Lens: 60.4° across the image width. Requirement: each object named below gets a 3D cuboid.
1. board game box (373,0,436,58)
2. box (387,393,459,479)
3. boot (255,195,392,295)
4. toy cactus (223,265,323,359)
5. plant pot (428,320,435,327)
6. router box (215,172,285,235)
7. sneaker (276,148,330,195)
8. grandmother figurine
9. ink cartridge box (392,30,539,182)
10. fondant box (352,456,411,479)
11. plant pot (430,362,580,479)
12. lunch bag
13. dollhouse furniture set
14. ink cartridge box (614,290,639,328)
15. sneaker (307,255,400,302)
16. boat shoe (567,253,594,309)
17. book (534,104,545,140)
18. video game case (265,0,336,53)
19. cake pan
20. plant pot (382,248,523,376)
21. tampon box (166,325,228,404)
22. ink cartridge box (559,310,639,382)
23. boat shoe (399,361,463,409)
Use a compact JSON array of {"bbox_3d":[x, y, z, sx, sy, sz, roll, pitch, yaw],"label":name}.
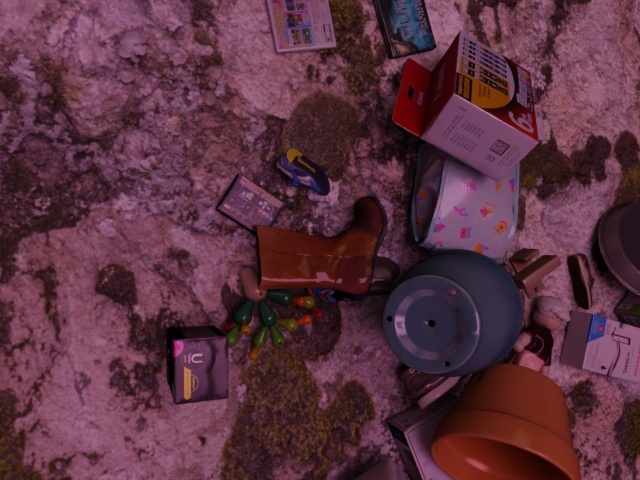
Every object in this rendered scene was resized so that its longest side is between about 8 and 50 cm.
[{"bbox_3d":[0.196,-0.536,1.309,0.126,0.026,0.186,-19,96,-19],"label":"board game box"},{"bbox_3d":[0.293,0.524,1.303,0.169,0.087,0.289,-25,98,-18],"label":"box"},{"bbox_3d":[0.000,0.000,1.177,0.281,0.096,0.263,5,60,-9],"label":"boot"},{"bbox_3d":[-0.118,0.142,1.167,0.219,0.112,0.180,-24,79,-16],"label":"toy cactus"},{"bbox_3d":[0.286,0.179,1.291,0.134,0.134,0.095,-37,84,-16],"label":"plant pot"},{"bbox_3d":[-0.150,-0.073,1.176,0.123,0.038,0.092,34,79,-17],"label":"router box"},{"bbox_3d":[-0.037,-0.145,1.213,0.144,0.059,0.053,38,45,-31],"label":"sneaker"},{"bbox_3d":[0.529,0.289,1.387,0.342,0.104,0.208,-59,141,-15],"label":"grandmother figurine"},{"bbox_3d":[0.319,-0.316,1.205,0.272,0.130,0.309,26,44,-9],"label":"ink cartridge box"},{"bbox_3d":[0.159,0.670,1.203,0.238,0.096,0.330,-37,102,10],"label":"fondant box"},{"bbox_3d":[0.401,0.400,1.166,0.291,0.291,0.203,40,52,-15],"label":"plant pot"},{"bbox_3d":[0.335,-0.089,1.287,0.224,0.160,0.262,12,80,-20],"label":"lunch bag"},{"bbox_3d":[0.526,0.108,1.356,0.144,0.151,0.123,-31,100,-15],"label":"dollhouse furniture set"},{"bbox_3d":[0.978,0.174,1.546,0.189,0.097,0.255,46,76,-13],"label":"ink cartridge box"},{"bbox_3d":[0.084,0.097,1.221,0.222,0.087,0.083,-16,116,-21],"label":"sneaker"},{"bbox_3d":[0.708,0.109,1.471,0.049,0.056,0.152,-14,94,-14],"label":"boat shoe"},{"bbox_3d":[0.511,-0.301,1.418,0.144,0.035,0.096,-6,89,-20],"label":"book"},{"bbox_3d":[-0.046,-0.503,1.227,0.143,0.019,0.157,-12,94,-19],"label":"video game case"},{"bbox_3d":[0.898,0.017,1.484,0.294,0.054,0.292,4,67,-10],"label":"cake pan"},{"bbox_3d":[0.248,0.154,1.103,0.255,0.272,0.271,1,89,-63],"label":"plant pot"},{"bbox_3d":[-0.243,0.236,1.074,0.102,0.161,0.120,-1,89,-20],"label":"tampon box"},{"bbox_3d":[0.762,0.284,1.472,0.203,0.086,0.148,15,84,-18],"label":"ink cartridge box"},{"bbox_3d":[0.335,0.274,1.309,0.325,0.116,0.096,-30,64,-21],"label":"boat shoe"}]
